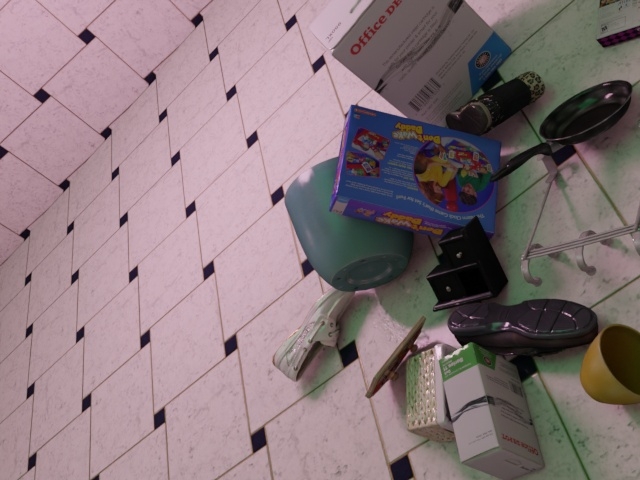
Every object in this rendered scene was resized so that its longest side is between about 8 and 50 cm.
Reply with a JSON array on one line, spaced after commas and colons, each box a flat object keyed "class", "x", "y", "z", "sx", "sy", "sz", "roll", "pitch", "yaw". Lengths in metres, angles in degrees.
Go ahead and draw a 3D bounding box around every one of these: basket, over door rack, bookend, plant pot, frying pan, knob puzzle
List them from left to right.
[{"class": "plant pot", "x": 0.082, "y": -0.023, "z": 1.779, "sx": 0.293, "sy": 0.293, "sz": 0.235, "roll": -32, "pitch": 58, "yaw": 31}, {"class": "knob puzzle", "x": 0.161, "y": 0.262, "z": 1.609, "sx": 0.030, "sy": 0.213, "sz": 0.213, "roll": 36, "pitch": 95, "yaw": 15}, {"class": "basket", "x": 0.238, "y": 0.305, "z": 1.513, "sx": 0.103, "sy": 0.113, "sz": 0.167, "roll": -27, "pitch": 47, "yaw": 40}, {"class": "bookend", "x": 0.279, "y": 0.050, "z": 1.591, "sx": 0.156, "sy": 0.157, "sz": 0.072, "roll": -19, "pitch": 12, "yaw": 40}, {"class": "frying pan", "x": 0.498, "y": -0.212, "z": 1.523, "sx": 0.326, "sy": 0.053, "sz": 0.197, "roll": -47, "pitch": 22, "yaw": -25}, {"class": "over door rack", "x": 0.523, "y": -0.061, "z": 1.455, "sx": 0.239, "sy": 0.108, "sz": 0.324, "roll": -18, "pitch": 39, "yaw": 41}, {"class": "plant pot", "x": 0.491, "y": 0.220, "z": 1.284, "sx": 0.095, "sy": 0.134, "sz": 0.134, "roll": 125, "pitch": 150, "yaw": -48}]

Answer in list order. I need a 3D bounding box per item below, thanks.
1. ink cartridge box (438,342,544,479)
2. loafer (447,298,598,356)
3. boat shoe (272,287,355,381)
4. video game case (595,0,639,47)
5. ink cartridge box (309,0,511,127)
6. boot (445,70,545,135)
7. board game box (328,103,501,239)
[{"class": "ink cartridge box", "x": 0.308, "y": 0.312, "z": 1.393, "sx": 0.087, "sy": 0.153, "sz": 0.208, "roll": -35, "pitch": 43, "yaw": 30}, {"class": "loafer", "x": 0.389, "y": 0.175, "z": 1.465, "sx": 0.302, "sy": 0.095, "sz": 0.109, "roll": -4, "pitch": 33, "yaw": 43}, {"class": "boat shoe", "x": 0.005, "y": 0.223, "z": 1.856, "sx": 0.096, "sy": 0.098, "sz": 0.277, "roll": 40, "pitch": 95, "yaw": 29}, {"class": "video game case", "x": 0.698, "y": -0.528, "z": 1.602, "sx": 0.232, "sy": 0.042, "sz": 0.210, "roll": -11, "pitch": 58, "yaw": 44}, {"class": "ink cartridge box", "x": 0.215, "y": -0.476, "z": 1.824, "sx": 0.285, "sy": 0.395, "sz": 0.166, "roll": -48, "pitch": 39, "yaw": 14}, {"class": "boot", "x": 0.396, "y": -0.301, "z": 1.760, "sx": 0.178, "sy": 0.085, "sz": 0.236, "roll": -30, "pitch": 3, "yaw": -7}, {"class": "board game box", "x": 0.208, "y": -0.140, "z": 1.664, "sx": 0.078, "sy": 0.347, "sz": 0.233, "roll": 116, "pitch": 166, "yaw": -64}]
